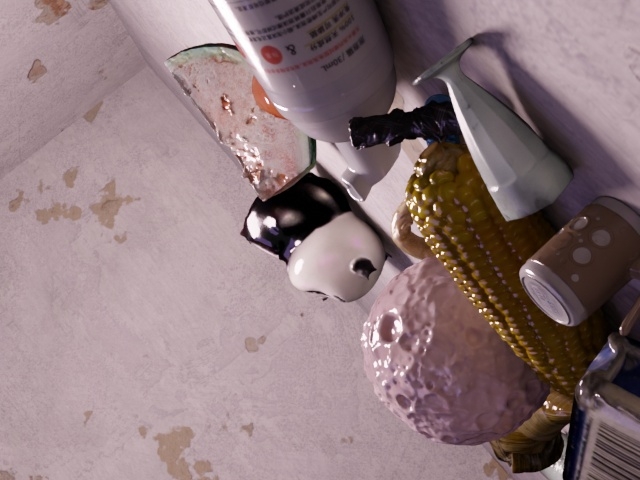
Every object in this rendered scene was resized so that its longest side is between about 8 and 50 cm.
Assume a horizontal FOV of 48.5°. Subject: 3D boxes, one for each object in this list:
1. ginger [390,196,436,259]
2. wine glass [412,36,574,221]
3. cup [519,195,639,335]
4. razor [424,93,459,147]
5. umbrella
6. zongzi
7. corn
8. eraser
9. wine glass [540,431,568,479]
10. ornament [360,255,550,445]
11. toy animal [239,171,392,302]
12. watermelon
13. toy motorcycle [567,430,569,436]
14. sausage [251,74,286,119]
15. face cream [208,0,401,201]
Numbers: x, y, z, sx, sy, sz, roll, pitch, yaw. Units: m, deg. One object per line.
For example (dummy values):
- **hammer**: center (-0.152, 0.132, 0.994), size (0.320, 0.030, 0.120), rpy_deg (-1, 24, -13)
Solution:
- **ginger**: center (0.187, 0.031, 1.160), size (0.288, 0.075, 0.089), rpy_deg (50, 180, -36)
- **wine glass**: center (0.152, -0.098, 0.627), size (0.155, 0.073, 0.073), rpy_deg (54, 173, -5)
- **cup**: center (0.240, 0.031, 0.614), size (0.102, 0.099, 0.074), rpy_deg (48, 174, 21)
- **razor**: center (0.148, -0.085, 0.841), size (0.082, 0.042, 0.253), rpy_deg (2, 154, 16)
- **umbrella**: center (0.096, -0.113, 0.696), size (0.037, 0.144, 0.040), rpy_deg (-59, -45, -51)
- **zongzi**: center (0.367, 0.304, 1.161), size (0.286, 0.134, 0.288), rpy_deg (60, 163, -22)
- **corn**: center (0.216, 0.039, 0.767), size (0.363, 0.120, 0.120), rpy_deg (48, 175, -21)
- **eraser**: center (0.347, 0.240, 0.752), size (0.155, 0.101, 0.332), rpy_deg (27, 150, 33)
- **wine glass**: center (0.491, 0.381, 1.243), size (0.309, 0.096, 0.264), rpy_deg (-140, 35, -61)
- **ornament**: center (0.192, 0.142, 0.950), size (0.259, 0.259, 0.225), rpy_deg (50, 135, 2)
- **toy animal**: center (0.000, 0.000, 1.578), size (0.310, 0.251, 0.251), rpy_deg (36, 171, 12)
- **watermelon**: center (-0.126, -0.233, 1.256), size (0.305, 0.180, 0.224), rpy_deg (52, 159, -1)
- **toy motorcycle**: center (0.412, 0.270, 0.913), size (0.130, 0.094, 0.229), rpy_deg (44, 160, 12)
- **sausage**: center (-0.025, -0.215, 0.961), size (0.113, 0.113, 0.259), rpy_deg (53, 174, -22)
- **face cream**: center (0.002, -0.195, 0.750), size (0.145, 0.145, 0.369), rpy_deg (44, 171, 45)
